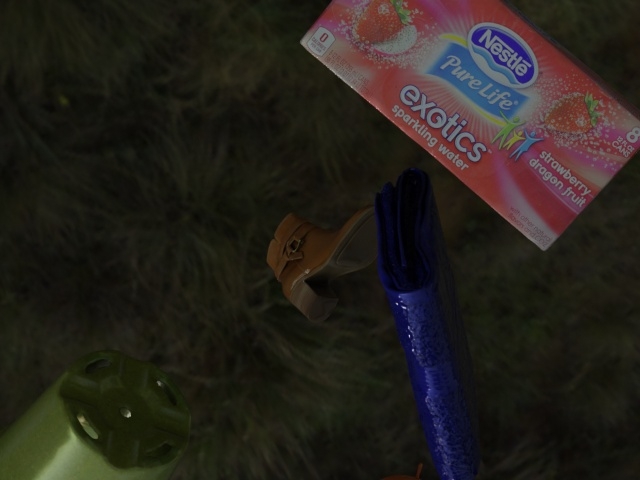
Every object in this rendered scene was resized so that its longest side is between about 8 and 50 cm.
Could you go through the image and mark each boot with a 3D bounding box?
[{"bbox_3d":[0.000,0.000,1.781,0.073,0.152,0.197,24,109,-41],"label":"boot"}]

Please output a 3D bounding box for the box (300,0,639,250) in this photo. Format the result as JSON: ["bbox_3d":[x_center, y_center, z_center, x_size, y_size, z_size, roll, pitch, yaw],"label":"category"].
[{"bbox_3d":[0.149,-0.151,1.187,0.300,0.142,0.154,41,104,0],"label":"box"}]

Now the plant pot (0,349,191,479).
[{"bbox_3d":[-0.301,0.284,1.636,0.276,0.276,0.254,11,134,-32],"label":"plant pot"}]

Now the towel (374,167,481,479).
[{"bbox_3d":[0.118,0.102,1.421,0.076,0.227,0.308,-9,125,11],"label":"towel"}]

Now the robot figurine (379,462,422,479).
[{"bbox_3d":[0.096,0.407,1.681,0.158,0.219,0.128,42,142,-10],"label":"robot figurine"}]
